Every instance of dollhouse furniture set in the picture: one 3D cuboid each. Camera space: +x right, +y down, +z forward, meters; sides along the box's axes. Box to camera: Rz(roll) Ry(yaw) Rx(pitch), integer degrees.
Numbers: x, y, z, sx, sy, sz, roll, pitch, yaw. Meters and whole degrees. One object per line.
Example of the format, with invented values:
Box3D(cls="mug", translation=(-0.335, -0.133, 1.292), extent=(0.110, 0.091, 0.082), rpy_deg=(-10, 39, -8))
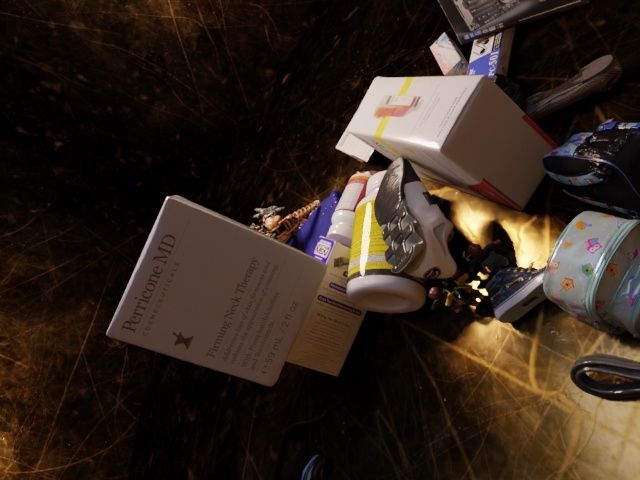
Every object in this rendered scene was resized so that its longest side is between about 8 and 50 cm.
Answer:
Box3D(cls="dollhouse furniture set", translation=(-0.060, -0.108, 1.587), extent=(0.091, 0.081, 0.114), rpy_deg=(-2, 66, 57))

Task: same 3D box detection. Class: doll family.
Box3D(cls="doll family", translation=(0.302, 0.075, 0.856), extent=(0.192, 0.112, 0.076), rpy_deg=(-60, 30, 6))

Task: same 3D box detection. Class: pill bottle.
Box3D(cls="pill bottle", translation=(0.106, -0.083, 1.234), extent=(0.121, 0.121, 0.221), rpy_deg=(-13, 46, 53))
Box3D(cls="pill bottle", translation=(0.173, -0.002, 1.039), extent=(0.188, 0.188, 0.333), rpy_deg=(-25, 48, 48))

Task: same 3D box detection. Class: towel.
Box3D(cls="towel", translation=(0.000, 0.000, 1.430), extent=(0.308, 0.076, 0.227), rpy_deg=(-47, 37, 30))

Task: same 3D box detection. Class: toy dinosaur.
Box3D(cls="toy dinosaur", translation=(-0.156, -0.029, 1.446), extent=(0.218, 0.323, 0.164), rpy_deg=(-107, 7, -76))

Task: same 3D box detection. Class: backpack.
Box3D(cls="backpack", translation=(0.481, -0.123, 0.699), extent=(0.116, 0.158, 0.173), rpy_deg=(-53, 19, 4))
Box3D(cls="backpack", translation=(0.426, 0.048, 0.607), extent=(0.165, 0.189, 0.144), rpy_deg=(-62, 30, 3))

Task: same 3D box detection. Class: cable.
Box3D(cls="cable", translation=(0.492, 0.168, 0.547), extent=(0.072, 0.139, 0.287), rpy_deg=(-40, -7, -34))

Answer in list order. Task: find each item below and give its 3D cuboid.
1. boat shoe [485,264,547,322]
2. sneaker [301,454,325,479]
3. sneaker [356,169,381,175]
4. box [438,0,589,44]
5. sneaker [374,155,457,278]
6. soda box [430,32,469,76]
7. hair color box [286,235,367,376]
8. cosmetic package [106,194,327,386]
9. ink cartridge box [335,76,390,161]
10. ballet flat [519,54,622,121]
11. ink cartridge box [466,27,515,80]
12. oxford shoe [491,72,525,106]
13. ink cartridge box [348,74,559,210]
Box3D(cls="boat shoe", translation=(0.386, 0.071, 0.769), extent=(0.183, 0.065, 0.083), rpy_deg=(-49, 34, 34))
Box3D(cls="sneaker", translation=(-0.009, 0.620, 0.994), extent=(0.078, 0.067, 0.187), rpy_deg=(-9, 56, 30))
Box3D(cls="sneaker", translation=(0.164, -0.201, 1.350), extent=(0.158, 0.065, 0.061), rpy_deg=(-139, 34, -75))
Box3D(cls="box", translation=(0.439, -0.622, 0.974), extent=(0.308, 0.243, 0.076), rpy_deg=(0, 67, 41))
Box3D(cls="sneaker", translation=(0.209, -0.047, 0.900), extent=(0.122, 0.147, 0.330), rpy_deg=(126, 153, -44))
Box3D(cls="soda box", translation=(0.389, -0.546, 1.242), extent=(0.063, 0.058, 0.183), rpy_deg=(-41, 38, 34))
Box3D(cls="hair color box", translation=(0.023, 0.179, 1.139), extent=(0.338, 0.185, 0.110), rpy_deg=(-65, 27, -2))
Box3D(cls="cosmetic package", translation=(-0.259, 0.111, 1.061), extent=(0.328, 0.394, 0.327), rpy_deg=(-66, 19, -1))
Box3D(cls="ink cartridge box", translation=(0.198, -0.412, 1.430), extent=(0.296, 0.066, 0.261), rpy_deg=(-59, 31, 10))
Box3D(cls="ballet flat", translation=(0.505, -0.297, 0.886), extent=(0.250, 0.058, 0.084), rpy_deg=(-27, 31, 50))
Box3D(cls="ink cartridge box", translation=(0.454, -0.493, 1.111), extent=(0.097, 0.046, 0.206), rpy_deg=(-8, 61, 56))
Box3D(cls="oxford shoe", translation=(0.415, -0.317, 0.966), extent=(0.227, 0.083, 0.096), rpy_deg=(-50, -12, -53))
Box3D(cls="ink cartridge box", translation=(0.282, -0.236, 0.959), extent=(0.160, 0.280, 0.385), rpy_deg=(-61, 30, 7))
